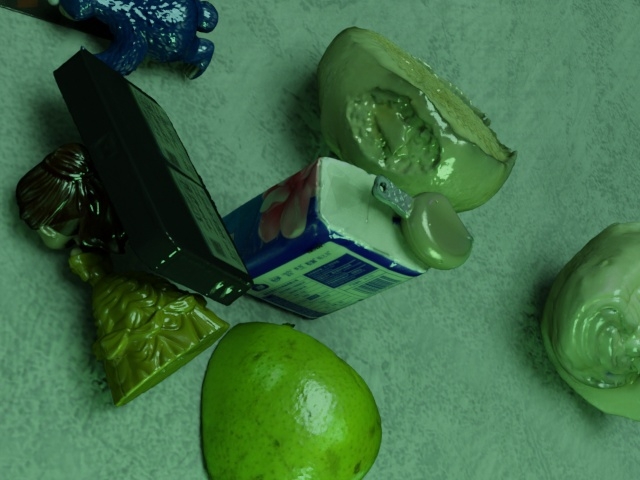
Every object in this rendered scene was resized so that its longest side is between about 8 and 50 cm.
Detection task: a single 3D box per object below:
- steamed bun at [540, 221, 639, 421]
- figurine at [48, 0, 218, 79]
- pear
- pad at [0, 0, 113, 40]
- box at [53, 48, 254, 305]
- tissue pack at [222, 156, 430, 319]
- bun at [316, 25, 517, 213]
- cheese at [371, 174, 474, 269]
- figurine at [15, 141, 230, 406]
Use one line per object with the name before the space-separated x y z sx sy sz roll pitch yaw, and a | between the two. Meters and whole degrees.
steamed bun | 0.539 0.142 1.979 0.352 0.247 0.339 -44 118 -36
figurine | -0.259 -0.323 1.583 0.262 0.120 0.164 -7 79 -42
pear | -0.043 0.266 1.498 0.288 0.139 0.239 46 56 -12
pad | -0.385 -0.374 1.586 0.211 0.003 0.143 11 63 -37
box | -0.217 -0.082 1.428 0.211 0.058 0.350 36 20 -57
tissue pack | 0.000 0.000 1.556 0.209 0.269 0.137 25 57 -28
bun | 0.132 -0.174 1.784 0.364 0.202 0.364 36 20 -15
cheese | 0.137 -0.033 1.465 0.171 0.047 0.092 51 47 -14
figurine | -0.278 0.035 1.407 0.187 0.168 0.315 -33 84 -34
